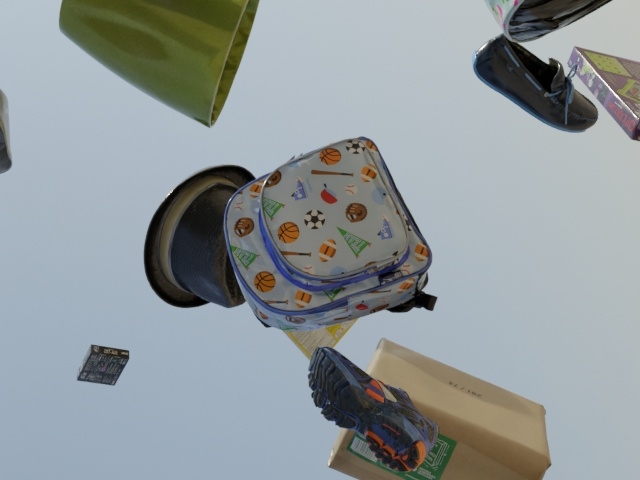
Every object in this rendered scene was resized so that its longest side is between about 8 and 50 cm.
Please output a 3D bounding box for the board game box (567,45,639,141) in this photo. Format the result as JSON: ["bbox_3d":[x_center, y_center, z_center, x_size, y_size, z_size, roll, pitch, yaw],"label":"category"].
[{"bbox_3d":[0.633,-0.271,2.152,0.347,0.208,0.056,-105,26,-57],"label":"board game box"}]

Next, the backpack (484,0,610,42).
[{"bbox_3d":[0.309,-0.370,1.386,0.191,0.253,0.225,56,-171,13],"label":"backpack"}]

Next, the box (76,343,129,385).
[{"bbox_3d":[-0.364,0.209,1.852,0.067,0.083,0.018,12,-135,-23],"label":"box"}]

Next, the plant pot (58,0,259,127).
[{"bbox_3d":[-0.279,-0.369,1.876,0.294,0.274,0.274,20,-141,-2],"label":"plant pot"}]

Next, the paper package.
[{"bbox_3d":[0.206,0.325,1.854,0.309,0.325,0.168,-41,-27,-78],"label":"paper package"}]

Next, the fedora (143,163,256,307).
[{"bbox_3d":[-0.199,0.018,2.249,0.152,0.334,0.334,35,179,40],"label":"fedora"}]

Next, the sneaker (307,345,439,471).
[{"bbox_3d":[0.069,0.221,1.493,0.221,0.083,0.087,42,-146,25],"label":"sneaker"}]

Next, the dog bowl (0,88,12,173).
[{"bbox_3d":[-0.610,-0.184,1.585,0.349,0.349,0.102,24,-112,-57],"label":"dog bowl"}]

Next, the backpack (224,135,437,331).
[{"bbox_3d":[0.000,0.000,1.554,0.213,0.263,0.276,68,177,-66],"label":"backpack"}]

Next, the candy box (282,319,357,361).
[{"bbox_3d":[0.023,0.140,2.208,0.206,0.027,0.105,-48,-68,-19],"label":"candy box"}]

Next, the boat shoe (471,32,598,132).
[{"bbox_3d":[0.373,-0.257,1.842,0.258,0.089,0.109,20,-135,-28],"label":"boat shoe"}]
